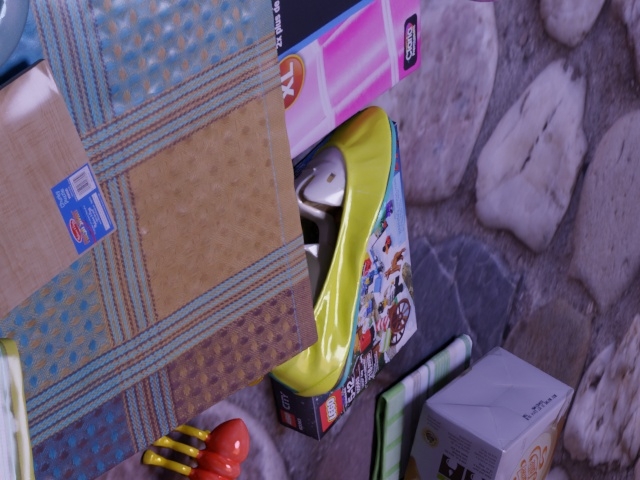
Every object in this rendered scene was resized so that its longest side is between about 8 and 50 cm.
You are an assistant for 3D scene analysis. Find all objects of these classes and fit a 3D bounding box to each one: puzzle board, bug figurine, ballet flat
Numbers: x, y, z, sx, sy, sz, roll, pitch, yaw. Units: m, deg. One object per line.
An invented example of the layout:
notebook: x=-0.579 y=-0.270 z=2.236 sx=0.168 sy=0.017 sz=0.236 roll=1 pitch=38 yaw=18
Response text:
puzzle board: x=-0.176 y=-0.029 z=0.995 sx=0.096 sy=0.011 sz=0.128 roll=-40 pitch=133 yaw=-25
bug figurine: x=-0.107 y=0.110 z=1.254 sx=0.279 sy=0.072 sz=0.216 roll=29 pitch=81 yaw=-60
ballet flat: x=0.000 y=0.000 z=1.282 sx=0.077 sy=0.077 sz=0.231 roll=19 pitch=76 yaw=-31

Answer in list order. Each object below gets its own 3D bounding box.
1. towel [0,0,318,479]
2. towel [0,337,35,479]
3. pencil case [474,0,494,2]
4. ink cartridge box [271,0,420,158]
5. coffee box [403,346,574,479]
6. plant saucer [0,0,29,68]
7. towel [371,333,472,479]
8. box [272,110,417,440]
towel: x=-0.127 y=-0.032 z=1.076 sx=0.271 sy=0.040 sz=0.370 roll=-29 pitch=127 yaw=-31
towel: x=-0.266 y=0.114 z=0.952 sx=0.237 sy=0.021 sz=0.102 roll=-4 pitch=85 yaw=-41
pencil case: x=0.195 y=-0.281 z=1.489 sx=0.284 sy=0.124 sz=0.124 roll=-26 pitch=128 yaw=-53
ink cartridge box: x=-0.049 y=-0.137 z=1.217 sx=0.371 sy=0.069 sz=0.176 roll=-36 pitch=136 yaw=-42
coffee box: x=0.151 y=0.249 z=1.706 sx=0.141 sy=0.098 sz=0.246 roll=-30 pitch=140 yaw=-47
plant saucer: x=-0.210 y=-0.134 z=0.907 sx=0.119 sy=0.021 sz=0.119 roll=0 pitch=90 yaw=-22
towel: x=0.098 y=0.166 z=1.689 sx=0.152 sy=0.023 sz=0.113 roll=-29 pitch=129 yaw=-47
box: x=0.014 y=0.031 z=1.436 sx=0.159 sy=0.044 sz=0.233 roll=-47 pitch=143 yaw=-36
